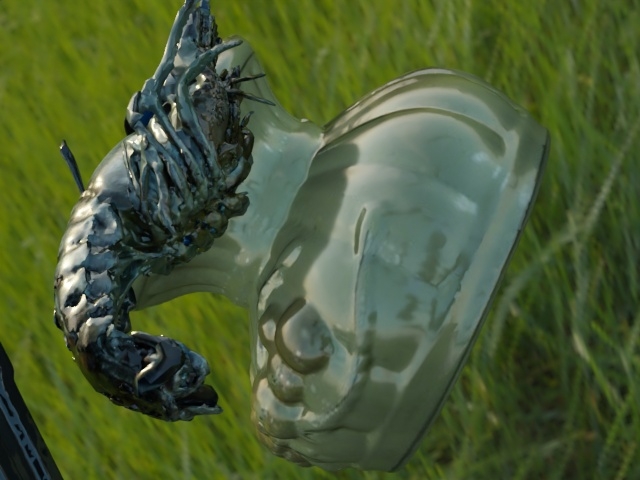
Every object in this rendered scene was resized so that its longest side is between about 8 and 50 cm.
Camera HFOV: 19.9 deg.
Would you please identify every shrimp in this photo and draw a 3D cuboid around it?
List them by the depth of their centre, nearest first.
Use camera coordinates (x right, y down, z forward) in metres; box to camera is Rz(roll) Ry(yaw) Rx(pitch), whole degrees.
[{"bbox_3d":[-0.060,-0.017,0.633,0.076,0.082,0.174,4,48,4],"label":"shrimp"}]

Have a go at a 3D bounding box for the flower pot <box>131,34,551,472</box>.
[{"bbox_3d":[0.000,0.000,1.310,0.244,0.307,0.307,23,60,1],"label":"flower pot"}]

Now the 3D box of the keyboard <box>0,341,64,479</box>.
[{"bbox_3d":[-0.109,0.080,0.554,0.016,0.262,0.106,-25,4,26],"label":"keyboard"}]
